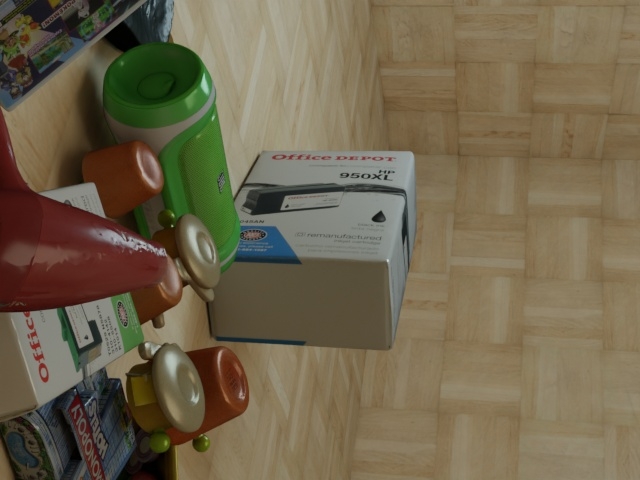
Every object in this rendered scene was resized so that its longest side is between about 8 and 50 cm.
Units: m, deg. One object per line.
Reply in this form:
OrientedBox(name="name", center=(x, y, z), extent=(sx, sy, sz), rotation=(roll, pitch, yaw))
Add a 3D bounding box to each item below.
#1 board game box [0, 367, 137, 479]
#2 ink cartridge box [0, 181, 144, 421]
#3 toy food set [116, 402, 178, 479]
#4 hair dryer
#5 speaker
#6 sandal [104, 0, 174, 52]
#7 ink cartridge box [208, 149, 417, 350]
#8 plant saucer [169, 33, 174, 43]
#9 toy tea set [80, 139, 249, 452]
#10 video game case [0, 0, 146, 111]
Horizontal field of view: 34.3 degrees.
OrientedBox(name="board game box", center=(-0.252, 0.203, 1.019), extent=(0.194, 0.060, 0.194), rotation=(-75, 164, -52))
OrientedBox(name="ink cartridge box", center=(-0.243, 0.046, 0.845), extent=(0.219, 0.092, 0.160), rotation=(-39, 112, -77))
OrientedBox(name="toy food set", center=(-0.213, 0.277, 1.174), extent=(0.128, 0.071, 0.218), rotation=(-23, -111, 59))
OrientedBox(name="hair dryer", center=(-0.218, -0.053, 0.710), extent=(0.293, 0.080, 0.223), rotation=(44, 38, -25))
OrientedBox(name="speaker", center=(-0.167, -0.081, 1.205), extent=(0.296, 0.131, 0.131), rotation=(85, 13, -50))
OrientedBox(name="sandal", center=(-0.205, -0.291, 1.025), extent=(0.446, 0.107, 0.167), rotation=(-1, 94, -79))
OrientedBox(name="ink cartridge box", center=(0.000, 0.000, 1.714), extent=(0.395, 0.285, 0.166), rotation=(-70, 159, -60))
OrientedBox(name="plant saucer", center=(-0.201, -0.236, 1.316), extent=(0.083, 0.015, 0.083), rotation=(3, 90, -79))
OrientedBox(name="toy tea set", center=(-0.185, 0.065, 1.074), extent=(0.200, 0.124, 0.336), rotation=(33, 40, -63))
OrientedBox(name="video game case", center=(-0.223, -0.226, 0.862), extent=(0.201, 0.023, 0.183), rotation=(-44, 154, -14))
